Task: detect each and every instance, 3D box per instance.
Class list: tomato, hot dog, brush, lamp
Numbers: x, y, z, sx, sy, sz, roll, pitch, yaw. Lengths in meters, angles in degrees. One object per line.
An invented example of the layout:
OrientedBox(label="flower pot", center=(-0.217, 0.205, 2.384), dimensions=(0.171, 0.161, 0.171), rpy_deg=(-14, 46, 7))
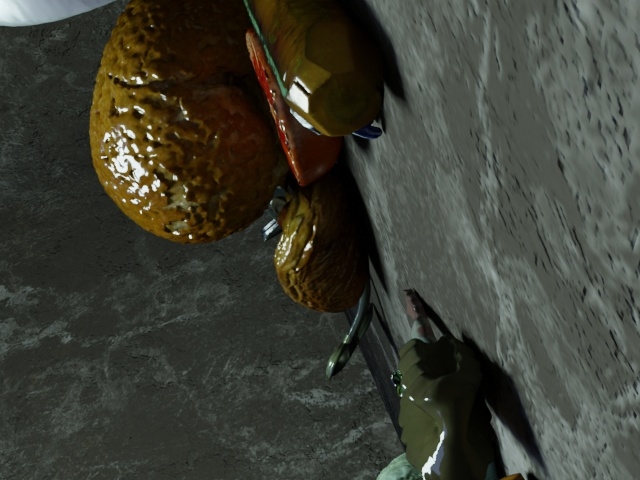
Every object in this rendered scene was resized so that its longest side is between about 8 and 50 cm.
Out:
OrientedBox(label="tomato", center=(-0.014, -0.126, 0.743), dimensions=(0.155, 0.069, 0.155), rpy_deg=(161, 90, -88))
OrientedBox(label="hot dog", center=(0.003, -0.002, 1.022), dimensions=(0.227, 0.099, 0.160), rpy_deg=(68, -152, -48))
OrientedBox(label="brush", center=(0.093, 0.097, 0.673), dimensions=(0.301, 0.071, 0.084), rpy_deg=(-85, -10, -76))
OrientedBox(label="lamp", center=(0.027, 0.047, 1.302), dimensions=(0.283, 0.124, 0.203), rpy_deg=(65, -162, -7))

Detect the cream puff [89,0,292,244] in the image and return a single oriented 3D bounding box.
OrientedBox(label="cream puff", center=(-0.117, -0.140, 0.915), dimensions=(0.303, 0.212, 0.303), rpy_deg=(12, -90, -77))

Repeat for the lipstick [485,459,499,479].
OrientedBox(label="lipstick", center=(0.136, 0.209, 0.736), dimensions=(0.048, 0.048, 0.158), rpy_deg=(-115, 4, -52))

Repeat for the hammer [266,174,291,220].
OrientedBox(label="hammer", center=(-0.062, -0.143, 1.237), dimensions=(0.111, 0.043, 0.365), rpy_deg=(46, -160, -26))

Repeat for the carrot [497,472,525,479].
OrientedBox(label="carrot", center=(0.151, 0.265, 0.569), dimensions=(0.087, 0.087, 0.193), rpy_deg=(90, 161, -84))

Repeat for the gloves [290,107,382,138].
OrientedBox(label="gloves", center=(0.010, -0.099, 0.607), dimensions=(0.064, 0.026, 0.086), rpy_deg=(46, -153, 27))

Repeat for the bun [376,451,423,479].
OrientedBox(label="bun", center=(0.127, 0.376, 1.020), dimensions=(0.204, 0.126, 0.212), rpy_deg=(51, -163, -23))

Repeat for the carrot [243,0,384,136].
OrientedBox(label="carrot", center=(-0.016, -0.159, 0.588), dimensions=(0.260, 0.070, 0.070), rpy_deg=(-114, 2, -51))

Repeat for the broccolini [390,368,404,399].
OrientedBox(label="broccolini", center=(0.163, 0.267, 1.002), dimensions=(0.057, 0.071, 0.254), rpy_deg=(-43, 73, 48))

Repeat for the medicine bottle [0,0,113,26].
OrientedBox(label="medicine bottle", center=(-0.152, -0.271, 0.295), dimensions=(0.325, 0.256, 0.256), rpy_deg=(58, -175, -46))
